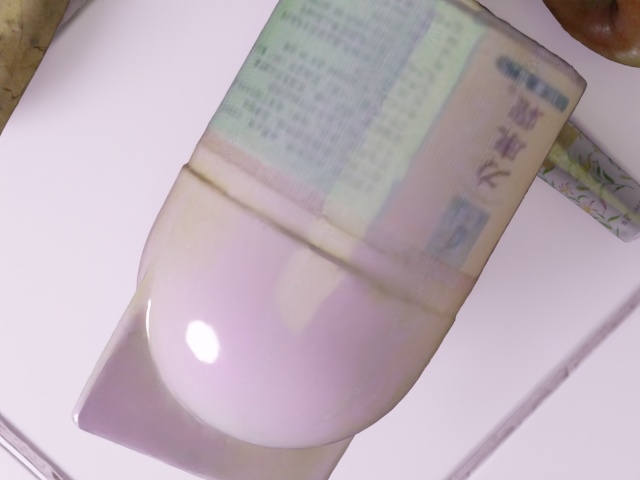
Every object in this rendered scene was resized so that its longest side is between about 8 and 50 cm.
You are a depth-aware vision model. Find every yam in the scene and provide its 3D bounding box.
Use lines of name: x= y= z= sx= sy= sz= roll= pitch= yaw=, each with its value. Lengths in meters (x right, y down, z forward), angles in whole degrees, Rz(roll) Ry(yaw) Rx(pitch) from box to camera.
yam: x=-0.210 y=-0.234 z=1.331 sx=0.083 sy=0.083 sz=0.371 roll=27 pitch=93 yaw=-8

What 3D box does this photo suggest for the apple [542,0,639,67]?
apple: x=0.279 y=-0.227 z=1.329 sx=0.188 sy=0.174 sz=0.207 roll=-49 pitch=144 yaw=-16

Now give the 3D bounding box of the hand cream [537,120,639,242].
hand cream: x=0.205 y=-0.062 z=1.413 sx=0.194 sy=0.042 sz=0.067 roll=39 pitch=94 yaw=-5

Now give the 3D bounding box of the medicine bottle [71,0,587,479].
medicine bottle: x=0.000 y=0.000 z=1.302 sx=0.235 sy=0.236 sz=0.406 roll=29 pitch=93 yaw=-9
